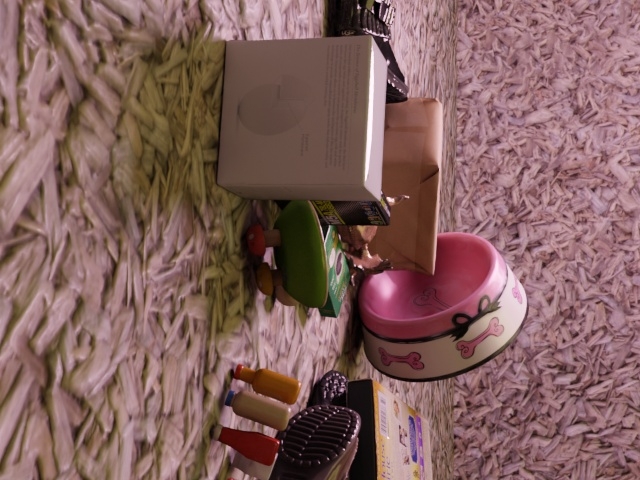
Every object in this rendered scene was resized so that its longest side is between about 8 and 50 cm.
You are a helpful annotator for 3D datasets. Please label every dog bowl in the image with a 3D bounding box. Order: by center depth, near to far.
[{"bbox_3d":[0.268,0.137,2.187,0.408,0.408,0.150,-68,141,-51],"label":"dog bowl"}]

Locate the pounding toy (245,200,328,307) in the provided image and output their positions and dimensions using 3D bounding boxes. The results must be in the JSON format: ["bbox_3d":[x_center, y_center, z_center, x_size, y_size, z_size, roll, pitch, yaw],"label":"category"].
[{"bbox_3d":[-0.069,0.029,1.537,0.237,0.110,0.183,159,-78,-76],"label":"pounding toy"}]

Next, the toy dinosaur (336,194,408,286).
[{"bbox_3d":[0.074,-0.024,1.851,0.295,0.127,0.200,36,64,-64],"label":"toy dinosaur"}]

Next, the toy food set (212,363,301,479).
[{"bbox_3d":[-0.117,0.310,1.413,0.111,0.104,0.232,33,77,-87],"label":"toy food set"}]

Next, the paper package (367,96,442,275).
[{"bbox_3d":[0.196,-0.127,2.185,0.325,0.168,0.309,-78,168,-55],"label":"paper package"}]

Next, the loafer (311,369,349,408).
[{"bbox_3d":[0.010,0.346,1.855,0.223,0.076,0.078,-73,-172,-55],"label":"loafer"}]

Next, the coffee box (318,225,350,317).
[{"bbox_3d":[0.012,0.052,1.795,0.184,0.040,0.113,72,27,-48],"label":"coffee box"}]

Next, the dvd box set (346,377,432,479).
[{"bbox_3d":[0.154,0.487,1.961,0.420,0.062,0.308,44,40,-60],"label":"dvd box set"}]

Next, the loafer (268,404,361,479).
[{"bbox_3d":[-0.032,0.430,1.630,0.366,0.133,0.130,-52,145,-49],"label":"loafer"}]

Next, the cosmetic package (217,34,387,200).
[{"bbox_3d":[-0.022,-0.180,1.415,0.138,0.224,0.224,26,67,-72],"label":"cosmetic package"}]

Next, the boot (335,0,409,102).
[{"bbox_3d":[0.118,-0.456,2.050,0.348,0.131,0.260,33,59,-71],"label":"boot"}]

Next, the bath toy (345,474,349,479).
[{"bbox_3d":[0.063,0.542,1.939,0.151,0.129,0.348,-57,168,13],"label":"bath toy"}]

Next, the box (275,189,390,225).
[{"bbox_3d":[0.016,-0.074,1.628,0.191,0.184,0.045,53,39,-66],"label":"box"}]
